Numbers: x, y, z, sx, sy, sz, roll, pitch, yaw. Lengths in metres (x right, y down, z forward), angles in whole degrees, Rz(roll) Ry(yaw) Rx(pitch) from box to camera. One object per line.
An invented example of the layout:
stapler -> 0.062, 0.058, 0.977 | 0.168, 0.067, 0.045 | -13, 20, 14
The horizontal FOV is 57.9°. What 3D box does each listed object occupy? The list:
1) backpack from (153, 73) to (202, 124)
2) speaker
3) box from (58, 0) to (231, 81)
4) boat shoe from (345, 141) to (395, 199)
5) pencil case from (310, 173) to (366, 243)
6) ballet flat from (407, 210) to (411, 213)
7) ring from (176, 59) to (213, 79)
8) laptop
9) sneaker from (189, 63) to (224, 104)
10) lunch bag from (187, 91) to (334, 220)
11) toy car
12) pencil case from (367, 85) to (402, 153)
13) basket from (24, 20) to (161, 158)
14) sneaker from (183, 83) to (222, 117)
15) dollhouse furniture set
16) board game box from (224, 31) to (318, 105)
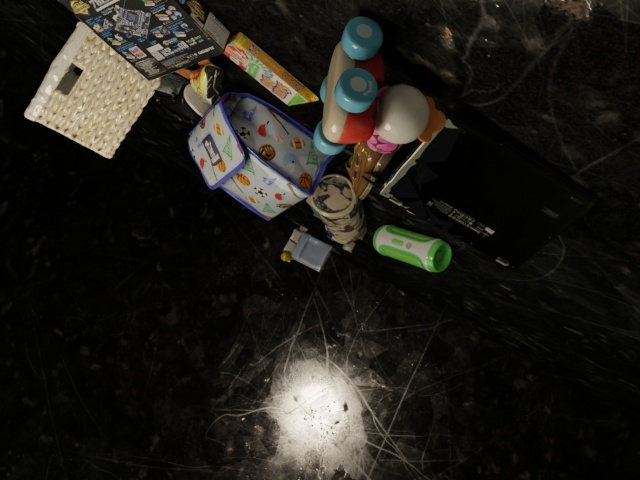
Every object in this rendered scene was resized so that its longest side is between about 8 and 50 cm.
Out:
backpack -> -0.483, -0.491, 1.969 | 0.182, 0.115, 0.152 | 26, 159, 29
speaker -> 0.337, 0.026, 2.149 | 0.296, 0.131, 0.131 | 20, 166, 47
box -> -0.418, -0.533, 1.385 | 0.295, 0.073, 0.293 | -6, 148, 36
boat shoe -> 0.129, -0.212, 1.624 | 0.104, 0.111, 0.307 | 34, 161, 3
pencil case -> 0.066, -0.110, 2.153 | 0.183, 0.160, 0.410 | 13, 167, 12
ballet flat -> 0.355, -0.083, 1.745 | 0.206, 0.073, 0.067 | 30, -161, 19
ring -> -0.438, -0.568, 1.677 | 0.336, 0.032, 0.336 | 29, 171, 5
laptop -> 0.341, -0.124, 1.367 | 0.382, 0.236, 0.408 | 28, 134, -11
sneaker -> -0.333, -0.453, 1.639 | 0.094, 0.081, 0.208 | 37, 168, -5
lunch bag -> -0.212, -0.265, 1.816 | 0.385, 0.239, 0.328 | 36, 151, -19
toy car -> 0.128, -0.270, 1.117 | 0.238, 0.210, 0.219 | 11, 161, -10
pencil case -> 0.156, -0.262, 1.297 | 0.098, 0.095, 0.209 | 2, 171, 1
basket -> -0.676, -0.475, 1.767 | 0.266, 0.328, 0.331 | 32, -167, -27
sneaker -> -0.364, -0.433, 1.911 | 0.256, 0.094, 0.151 | 26, 175, -40
dollhouse furniture set -> 0.000, 0.000, 2.500 | 0.286, 0.303, 0.198 | 28, 171, 16
board game box -> -0.129, -0.425, 1.478 | 0.259, 0.039, 0.124 | 32, 172, -27
